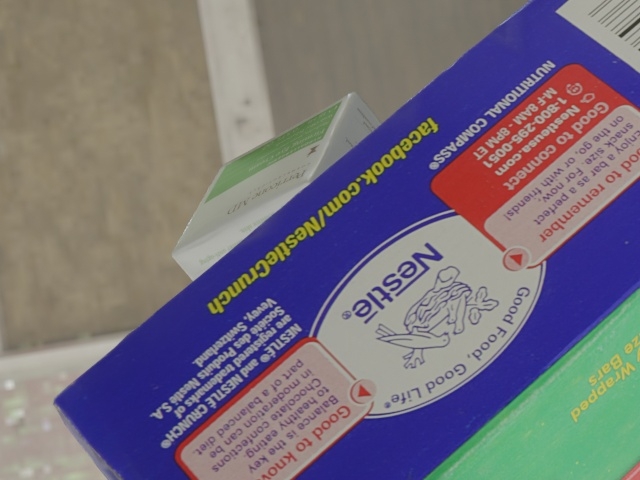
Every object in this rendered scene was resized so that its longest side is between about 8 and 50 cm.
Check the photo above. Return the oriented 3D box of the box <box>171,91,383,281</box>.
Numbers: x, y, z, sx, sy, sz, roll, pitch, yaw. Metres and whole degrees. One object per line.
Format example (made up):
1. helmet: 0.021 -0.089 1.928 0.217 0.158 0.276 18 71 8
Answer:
1. box: 0.000 0.000 0.987 0.102 0.101 0.087 49 -143 -20

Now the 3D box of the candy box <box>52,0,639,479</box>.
1. candy box: 0.099 0.078 0.673 0.122 0.268 0.317 44 171 37
